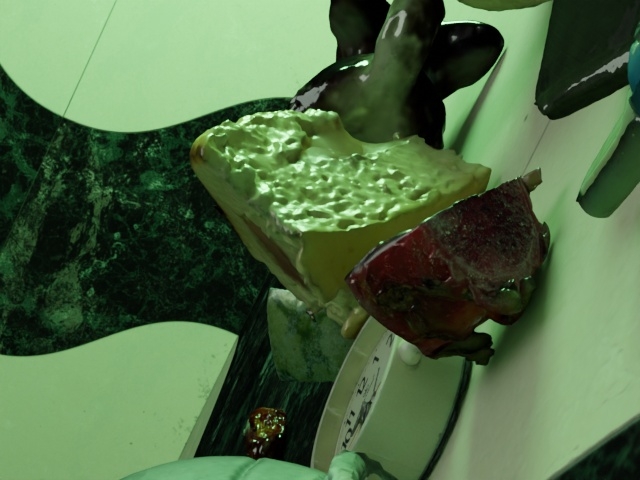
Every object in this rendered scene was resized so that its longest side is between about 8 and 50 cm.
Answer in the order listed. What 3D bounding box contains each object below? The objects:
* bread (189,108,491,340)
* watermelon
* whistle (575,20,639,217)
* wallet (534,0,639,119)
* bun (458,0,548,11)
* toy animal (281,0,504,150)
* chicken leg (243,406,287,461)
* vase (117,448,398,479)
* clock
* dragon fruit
[{"bbox_3d":[-0.008,0.008,0.906,0.224,0.183,0.211,-27,-33,-46],"label":"bread"},{"bbox_3d":[0.006,0.091,1.079,0.158,0.121,0.098,-74,-11,-78],"label":"watermelon"},{"bbox_3d":[0.183,-0.096,0.471,0.114,0.077,0.236,-58,-7,-46],"label":"whistle"},{"bbox_3d":[0.211,-0.192,0.642,0.168,0.052,0.245,-26,39,52],"label":"wallet"},{"bbox_3d":[0.165,-0.309,0.914,0.220,0.134,0.220,-13,71,41],"label":"bun"},{"bbox_3d":[0.071,-0.163,1.120,0.344,0.194,0.303,-69,3,-59],"label":"toy animal"},{"bbox_3d":[-0.074,0.259,1.364,0.205,0.053,0.093,-77,-1,-81],"label":"chicken leg"},{"bbox_3d":[-0.026,0.232,0.228,0.250,0.250,0.445,-63,10,15],"label":"vase"},{"bbox_3d":[0.051,0.120,0.768,0.155,0.063,0.229,179,113,-80],"label":"clock"},{"bbox_3d":[0.098,0.026,0.676,0.147,0.096,0.102,-25,-16,-47],"label":"dragon fruit"}]
